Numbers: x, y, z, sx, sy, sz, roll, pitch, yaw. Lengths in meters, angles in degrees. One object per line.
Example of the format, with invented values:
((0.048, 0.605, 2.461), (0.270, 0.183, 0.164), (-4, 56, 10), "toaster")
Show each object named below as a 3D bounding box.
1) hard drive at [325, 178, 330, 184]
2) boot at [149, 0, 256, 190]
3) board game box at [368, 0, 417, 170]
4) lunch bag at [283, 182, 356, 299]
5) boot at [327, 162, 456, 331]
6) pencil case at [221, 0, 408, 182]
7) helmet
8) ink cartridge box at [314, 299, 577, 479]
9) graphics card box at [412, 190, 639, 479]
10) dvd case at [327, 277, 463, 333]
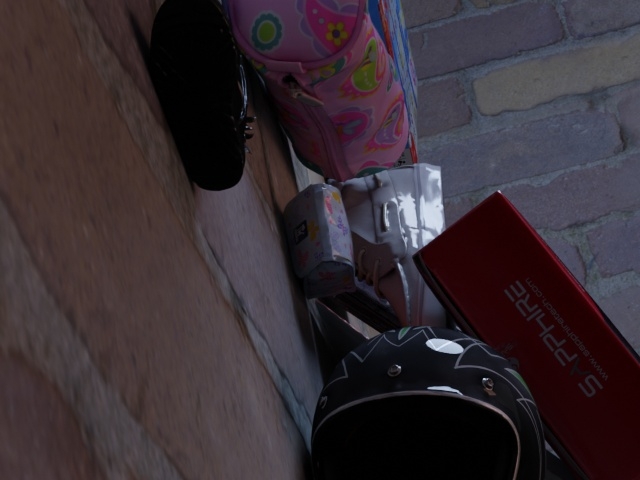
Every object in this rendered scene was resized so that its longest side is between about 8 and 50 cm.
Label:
((0.015, -0.108, 1.634), (0.135, 0.022, 0.094), (29, 47, -83), "hard drive")
((-0.062, -0.096, 0.722), (0.099, 0.045, 0.121), (-92, 173, -57), "boot")
((0.053, -0.273, 1.672), (0.308, 0.086, 0.302), (-83, 161, -60), "board game box")
((0.000, 0.000, 1.061), (0.083, 0.053, 0.071), (88, -8, -69), "lunch bag")
((0.056, 0.026, 1.195), (0.258, 0.123, 0.095), (-88, 170, -54), "boot")
((0.003, -0.143, 1.132), (0.284, 0.124, 0.124), (57, 19, -72), "pencil case")
((0.070, 0.138, 0.868), (0.169, 0.169, 0.161), (46, 37, -79), "helmet")
((0.167, 0.190, 1.193), (0.308, 0.091, 0.385), (35, -16, 28), "ink cartridge box")
((0.215, 0.107, 1.104), (0.233, 0.094, 0.371), (53, 6, 20), "graphics card box")
((0.079, 0.075, 1.310), (0.164, 0.018, 0.221), (33, 9, -1), "dvd case")
